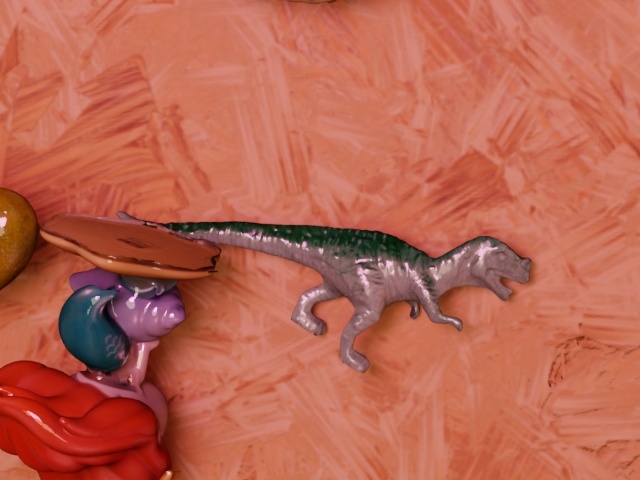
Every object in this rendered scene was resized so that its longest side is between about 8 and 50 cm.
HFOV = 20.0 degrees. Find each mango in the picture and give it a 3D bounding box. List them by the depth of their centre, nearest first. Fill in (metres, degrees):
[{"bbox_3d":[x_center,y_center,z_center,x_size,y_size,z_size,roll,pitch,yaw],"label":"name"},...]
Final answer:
[{"bbox_3d":[-0.340,-0.006,1.629,0.227,0.099,0.136,4,107,39],"label":"mango"}]

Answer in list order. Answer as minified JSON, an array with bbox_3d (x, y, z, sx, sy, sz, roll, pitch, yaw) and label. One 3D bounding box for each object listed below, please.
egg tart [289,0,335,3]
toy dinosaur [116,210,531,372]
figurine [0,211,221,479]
[{"bbox_3d":[-0.019,-0.363,1.550,0.341,0.129,0.341,1,97,10],"label":"egg tart"},{"bbox_3d":[-0.007,0.049,1.621,0.383,0.076,0.129,4,90,7],"label":"toy dinosaur"},{"bbox_3d":[-0.197,0.119,1.584,0.181,0.208,0.257,10,101,-2],"label":"figurine"}]
